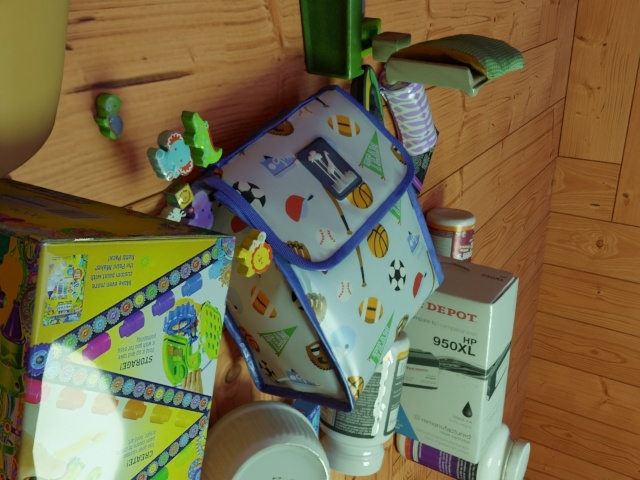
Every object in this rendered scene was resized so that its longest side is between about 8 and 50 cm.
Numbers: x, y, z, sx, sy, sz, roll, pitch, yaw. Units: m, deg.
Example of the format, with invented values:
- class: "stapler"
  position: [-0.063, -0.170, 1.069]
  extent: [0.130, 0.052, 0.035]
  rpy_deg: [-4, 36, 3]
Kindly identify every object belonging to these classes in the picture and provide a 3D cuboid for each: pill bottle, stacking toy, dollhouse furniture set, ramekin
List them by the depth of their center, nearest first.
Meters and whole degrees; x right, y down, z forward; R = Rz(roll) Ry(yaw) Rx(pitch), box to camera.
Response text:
- class: "stacking toy"
  position: [-0.153, -0.065, 0.719]
  extent: [0.052, 0.166, 0.221]
  rpy_deg: [-47, 138, -32]
- class: "dollhouse furniture set"
  position: [0.146, -0.337, 0.974]
  extent: [0.197, 0.301, 0.151]
  rpy_deg: [-37, 134, -44]
- class: "ramekin"
  position: [-0.081, 0.363, 0.974]
  extent: [0.207, 0.109, 0.207]
  rpy_deg: [-5, 102, -23]
- class: "pill bottle"
  position: [0.079, 0.307, 1.262]
  extent: [0.162, 0.162, 0.279]
  rpy_deg: [-6, 107, -58]
- class: "pill bottle"
  position: [0.315, 0.038, 1.582]
  extent: [0.121, 0.121, 0.221]
  rpy_deg: [-25, 122, -53]
- class: "pill bottle"
  position: [0.376, 0.541, 1.684]
  extent: [0.181, 0.322, 0.182]
  rpy_deg: [-29, 126, -51]

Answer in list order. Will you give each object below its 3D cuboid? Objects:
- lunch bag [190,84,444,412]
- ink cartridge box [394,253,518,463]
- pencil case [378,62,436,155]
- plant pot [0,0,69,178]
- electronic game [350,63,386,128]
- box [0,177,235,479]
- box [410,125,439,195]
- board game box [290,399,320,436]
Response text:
- class: "lunch bag"
  position: [0.000, 0.000, 0.952]
  extent: [0.328, 0.238, 0.386]
  rpy_deg: [-45, 122, -41]
- class: "ink cartridge box"
  position: [0.259, 0.247, 1.411]
  extent: [0.166, 0.285, 0.395]
  rpy_deg: [-30, 126, -51]
- class: "pencil case"
  position: [0.176, -0.261, 1.273]
  extent: [0.088, 0.086, 0.206]
  rpy_deg: [-36, 139, -2]
- class: "plant pot"
  position: [-0.285, -0.158, 0.392]
  extent: [0.291, 0.290, 0.204]
  rpy_deg: [-44, 154, -42]
- class: "electronic game"
  position: [0.093, -0.195, 1.127]
  extent: [0.229, 0.048, 0.230]
  rpy_deg: [-5, 90, -76]
- class: "box"
  position: [-0.251, 0.104, 0.506]
  extent: [0.177, 0.289, 0.279]
  rpy_deg: [-2, 104, -59]
- class: "box"
  position: [0.217, -0.197, 1.418]
  extent: [0.116, 0.029, 0.162]
  rpy_deg: [35, 73, -59]
- class: "board game box"
  position: [-0.061, 0.413, 1.153]
  extent: [0.160, 0.047, 0.210]
  rpy_deg: [-38, 138, -54]
